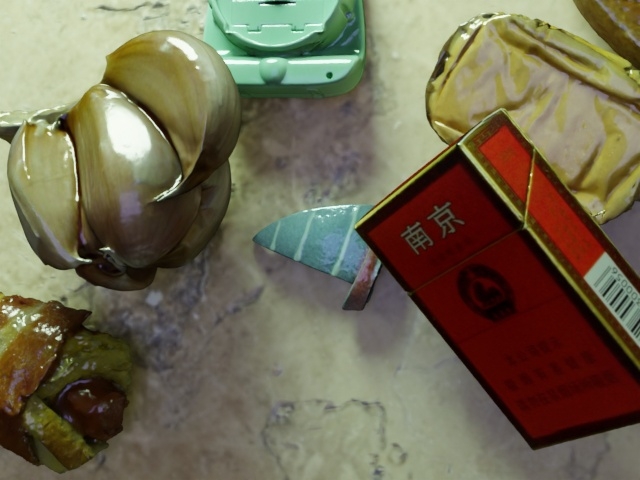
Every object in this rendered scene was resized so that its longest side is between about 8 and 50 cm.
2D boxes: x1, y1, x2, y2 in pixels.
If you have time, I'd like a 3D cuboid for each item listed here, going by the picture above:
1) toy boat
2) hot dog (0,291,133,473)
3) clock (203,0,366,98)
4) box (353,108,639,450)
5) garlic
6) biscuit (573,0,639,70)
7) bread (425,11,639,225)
[{"bbox_3d":[-0.001,0.000,0.737,0.122,0.034,0.096,23,87,11],"label":"toy boat"},{"bbox_3d":[-0.269,0.122,0.748,0.213,0.103,0.146,15,92,11],"label":"hot dog"},{"bbox_3d":[-0.035,-0.221,0.734,0.148,0.060,0.189,0,88,11],"label":"clock"},{"bbox_3d":[0.152,0.038,0.636,0.074,0.153,0.240,-38,89,-32],"label":"box"},{"bbox_3d":[-0.147,-0.058,0.704,0.214,0.160,0.191,-30,69,4],"label":"garlic"},{"bbox_3d":[0.327,-0.253,0.674,0.257,0.049,0.273,-32,85,5],"label":"biscuit"},{"bbox_3d":[0.185,-0.096,0.669,0.190,0.114,0.132,37,105,18],"label":"bread"}]
